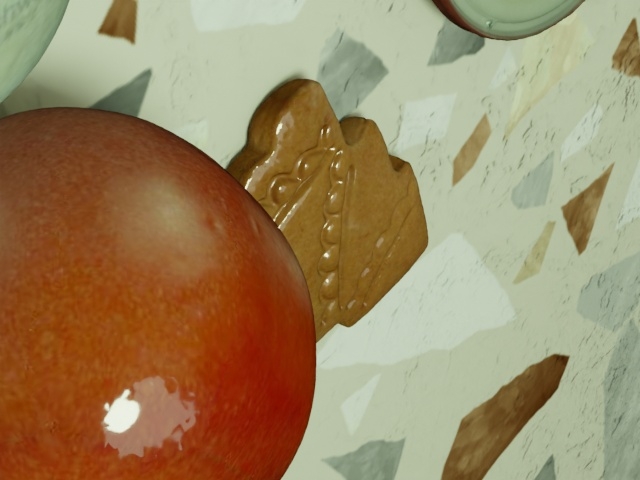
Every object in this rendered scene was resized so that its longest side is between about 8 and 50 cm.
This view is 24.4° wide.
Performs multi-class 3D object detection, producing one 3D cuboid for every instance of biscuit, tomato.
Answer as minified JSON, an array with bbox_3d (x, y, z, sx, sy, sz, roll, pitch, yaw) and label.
[{"bbox_3d":[0.000,0.000,1.287,0.306,0.043,0.284,0,113,-48],"label":"biscuit"},{"bbox_3d":[-0.157,0.066,0.964,0.321,0.321,0.321,-27,131,-35],"label":"tomato"}]

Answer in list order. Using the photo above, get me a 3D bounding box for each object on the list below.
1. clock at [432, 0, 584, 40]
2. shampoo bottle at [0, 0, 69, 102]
[{"bbox_3d":[0.194,-0.324,1.271,0.318,0.080,0.318,-28,132,-35],"label":"clock"},{"bbox_3d":[-0.255,-0.196,0.656,0.322,0.322,0.317,-39,145,-25],"label":"shampoo bottle"}]
